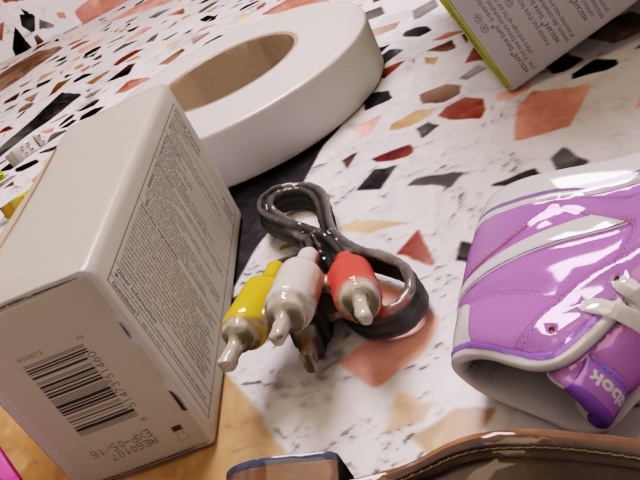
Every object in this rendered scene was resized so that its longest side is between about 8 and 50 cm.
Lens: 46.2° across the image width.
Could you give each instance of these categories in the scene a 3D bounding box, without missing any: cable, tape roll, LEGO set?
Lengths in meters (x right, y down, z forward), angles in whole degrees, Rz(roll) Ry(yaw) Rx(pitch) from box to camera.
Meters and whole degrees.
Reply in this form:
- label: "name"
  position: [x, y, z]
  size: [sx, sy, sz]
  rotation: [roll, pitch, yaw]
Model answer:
- label: "cable"
  position: [0.000, 0.000, 0.583]
  size: [0.139, 0.072, 0.287]
  rotation: [-16, 30, 8]
- label: "tape roll"
  position: [-0.109, -0.188, 0.970]
  size: [0.391, 0.072, 0.392]
  rotation: [-20, 31, 13]
- label: "LEGO set"
  position: [-0.434, -0.054, 1.001]
  size: [0.227, 0.087, 0.093]
  rotation: [-44, 18, -27]

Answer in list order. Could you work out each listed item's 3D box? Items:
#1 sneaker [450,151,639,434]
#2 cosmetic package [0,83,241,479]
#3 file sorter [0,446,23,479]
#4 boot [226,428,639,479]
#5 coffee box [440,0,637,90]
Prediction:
- label: "sneaker"
  position: [0.187, 0.021, 0.362]
  size: [0.282, 0.102, 0.161]
  rotation: [-24, 27, 44]
- label: "cosmetic package"
  position: [-0.152, 0.014, 0.597]
  size: [0.113, 0.160, 0.309]
  rotation: [-22, 29, 10]
- label: "file sorter"
  position: [-0.350, 0.158, 0.504]
  size: [0.202, 0.182, 0.290]
  rotation: [-40, 32, -24]
- label: "boot"
  position: [0.059, 0.148, 0.327]
  size: [0.219, 0.082, 0.106]
  rotation: [-12, 55, 18]
- label: "coffee box"
  position: [0.197, -0.424, 0.751]
  size: [0.334, 0.338, 0.338]
  rotation: [-36, 26, 18]
